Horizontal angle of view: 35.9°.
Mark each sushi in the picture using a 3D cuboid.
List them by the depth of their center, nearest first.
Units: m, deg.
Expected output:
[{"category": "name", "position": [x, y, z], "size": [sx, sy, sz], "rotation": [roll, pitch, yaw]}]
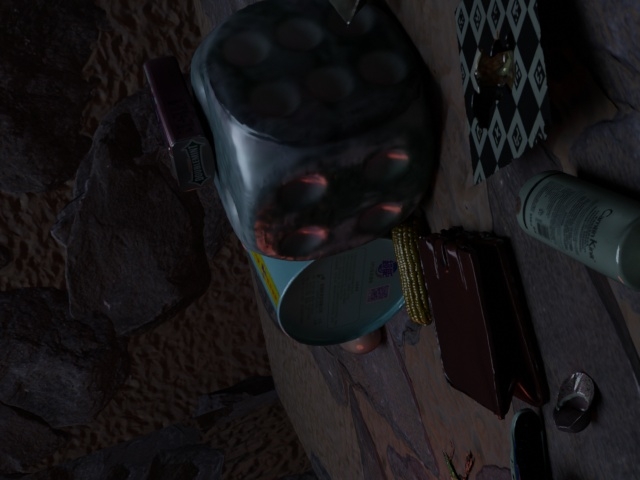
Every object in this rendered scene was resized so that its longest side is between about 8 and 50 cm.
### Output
[{"category": "sushi", "position": [0.231, -0.214, 1.167], "size": [0.290, 0.050, 0.264], "rotation": [124, 141, -78]}]

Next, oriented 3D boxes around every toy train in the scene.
[{"category": "toy train", "position": [0.324, 0.352, 1.537], "size": [0.051, 0.052, 0.234], "rotation": [-124, 20, -66]}]

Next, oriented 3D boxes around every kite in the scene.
[{"category": "kite", "position": [0.289, 0.483, 1.981], "size": [0.244, 0.006, 0.198], "rotation": [85, 163, -47]}]

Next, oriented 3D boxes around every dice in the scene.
[{"category": "dice", "position": [-0.018, -0.189, 1.640], "size": [0.348, 0.327, 0.330], "rotation": [93, 156, -58]}]

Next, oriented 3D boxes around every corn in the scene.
[{"category": "corn", "position": [0.172, 0.054, 1.761], "size": [0.068, 0.068, 0.207], "rotation": [-146, 42, -71]}]

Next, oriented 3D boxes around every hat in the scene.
[{"category": "hat", "position": [0.344, 0.218, 1.308], "size": [0.087, 0.042, 0.058], "rotation": [-65, 33, 18]}]

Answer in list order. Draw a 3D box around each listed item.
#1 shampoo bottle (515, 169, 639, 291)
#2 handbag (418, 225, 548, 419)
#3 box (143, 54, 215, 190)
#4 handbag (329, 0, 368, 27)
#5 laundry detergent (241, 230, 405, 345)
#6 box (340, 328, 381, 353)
[{"category": "shampoo bottle", "position": [0.304, -0.009, 1.044], "size": [0.262, 0.085, 0.085], "rotation": [-139, 33, -66]}, {"category": "handbag", "position": [0.240, 0.118, 1.529], "size": [0.260, 0.084, 0.276], "rotation": [-151, 46, -76]}, {"category": "box", "position": [-0.242, -0.202, 1.680], "size": [0.120, 0.069, 0.224], "rotation": [86, 164, -48]}, {"category": "handbag", "position": [0.026, -0.474, 1.553], "size": [0.270, 0.117, 0.183], "rotation": [62, 144, 38]}, {"category": "laundry detergent", "position": [0.000, 0.000, 1.923], "size": [0.287, 0.287, 0.305], "rotation": [86, 162, -47]}, {"category": "box", "position": [0.080, 0.193, 2.308], "size": [0.200, 0.088, 0.146], "rotation": [165, 86, -79]}]
